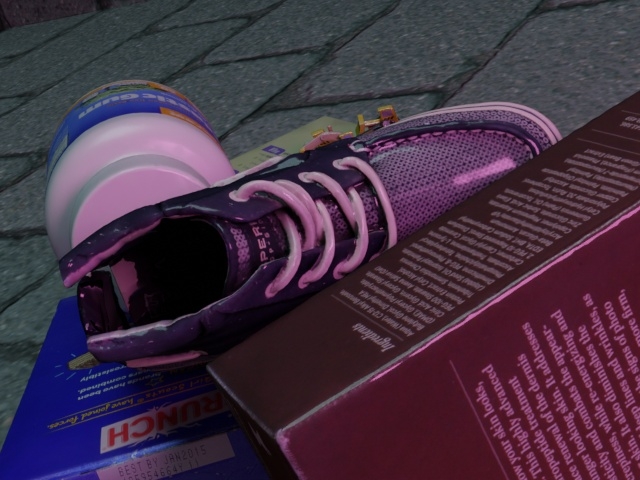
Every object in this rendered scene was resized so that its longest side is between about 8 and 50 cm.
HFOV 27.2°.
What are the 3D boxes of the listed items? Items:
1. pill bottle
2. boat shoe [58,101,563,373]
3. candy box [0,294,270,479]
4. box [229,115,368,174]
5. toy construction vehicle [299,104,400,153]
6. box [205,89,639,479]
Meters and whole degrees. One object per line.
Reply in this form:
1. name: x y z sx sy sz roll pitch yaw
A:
1. pill bottle: -0.143 -0.036 1.057 0.152 0.152 0.272 -20 18 -5
2. boat shoe: 0.000 0.000 0.834 0.341 0.127 0.158 -24 -6 4
3. candy box: -0.083 0.121 0.997 0.268 0.122 0.317 -15 19 5
4. box: -0.028 -0.011 1.287 0.243 0.117 0.213 -27 23 -21
5. toy construction vehicle: 0.027 -0.101 1.250 0.098 0.035 0.086 -15 21 7
6. box: 0.148 0.066 0.790 0.381 0.191 0.143 -32 22 -14
